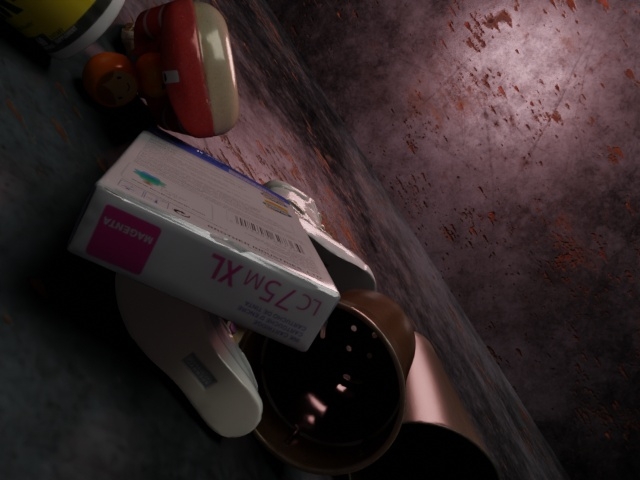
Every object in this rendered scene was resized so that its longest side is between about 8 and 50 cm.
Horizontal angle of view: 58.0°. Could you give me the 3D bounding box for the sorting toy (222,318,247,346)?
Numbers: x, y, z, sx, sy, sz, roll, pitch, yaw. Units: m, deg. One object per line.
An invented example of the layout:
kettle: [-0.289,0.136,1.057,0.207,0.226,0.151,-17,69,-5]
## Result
sorting toy: [-0.084,0.103,0.584,0.083,0.045,0.075,60,24,-43]

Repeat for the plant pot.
plant pot: [0.023,0.126,0.597,0.166,0.167,0.165,59,20,6]

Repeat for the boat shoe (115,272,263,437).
boat shoe: [-0.109,0.084,0.505,0.184,0.066,0.063,52,1,-10]

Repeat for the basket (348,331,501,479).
basket: [0.114,0.229,0.747,0.204,0.154,0.226,46,15,-19]

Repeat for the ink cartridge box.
ink cartridge box: [-0.102,-0.023,0.536,0.186,0.065,0.311,27,13,-18]

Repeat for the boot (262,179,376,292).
boot: [0.000,0.000,0.932,0.258,0.095,0.123,42,29,-42]

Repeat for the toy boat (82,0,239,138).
toy boat: [-0.191,-0.188,0.657,0.231,0.151,0.150,24,-54,55]

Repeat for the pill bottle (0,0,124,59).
pill bottle: [-0.295,-0.280,0.532,0.208,0.119,0.119,40,23,-46]

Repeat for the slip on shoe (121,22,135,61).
slip on shoe: [-0.255,-0.286,0.826,0.135,0.052,0.041,-110,-158,-62]
